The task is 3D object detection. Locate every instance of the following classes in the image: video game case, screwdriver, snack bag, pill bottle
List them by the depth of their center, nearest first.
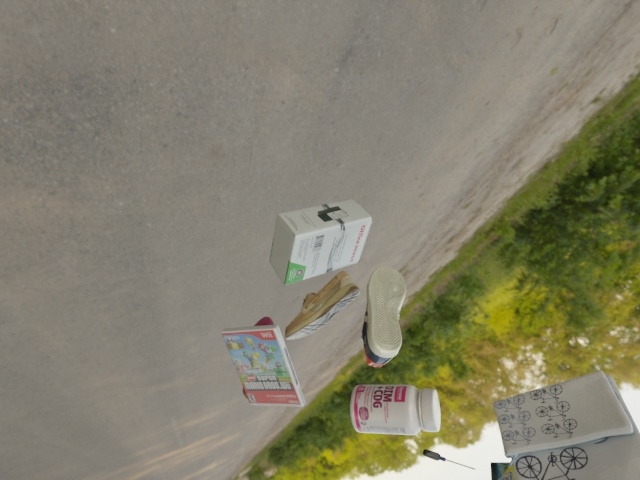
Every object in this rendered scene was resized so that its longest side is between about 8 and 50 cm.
[{"bbox_3d":[0.622,0.512,1.036,0.323,0.037,0.342,-28,-156,25],"label":"snack bag"},{"bbox_3d":[0.386,0.659,1.227,0.025,0.170,0.024,-48,158,-85],"label":"screwdriver"},{"bbox_3d":[-0.179,0.398,1.295,0.204,0.285,0.025,-9,-163,25],"label":"video game case"},{"bbox_3d":[0.260,0.583,1.426,0.283,0.160,0.160,-9,166,22],"label":"pill bottle"}]

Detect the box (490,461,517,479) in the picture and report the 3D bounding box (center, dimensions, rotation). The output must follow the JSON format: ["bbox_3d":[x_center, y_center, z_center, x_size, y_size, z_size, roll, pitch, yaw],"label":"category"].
[{"bbox_3d":[0.581,0.780,1.204,0.044,0.233,0.159,25,144,-19],"label":"box"}]

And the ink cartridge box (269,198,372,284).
[{"bbox_3d":[0.000,0.000,0.952,0.209,0.087,0.153,-14,137,-31],"label":"ink cartridge box"}]

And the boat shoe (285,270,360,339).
[{"bbox_3d":[-0.008,0.250,1.560,0.341,0.110,0.122,-39,151,10],"label":"boat shoe"}]

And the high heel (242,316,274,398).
[{"bbox_3d":[-0.175,0.394,1.514,0.181,0.377,0.127,-39,118,24],"label":"high heel"}]

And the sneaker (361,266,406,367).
[{"bbox_3d":[0.188,0.239,1.309,0.350,0.131,0.148,-71,178,-46],"label":"sneaker"}]
